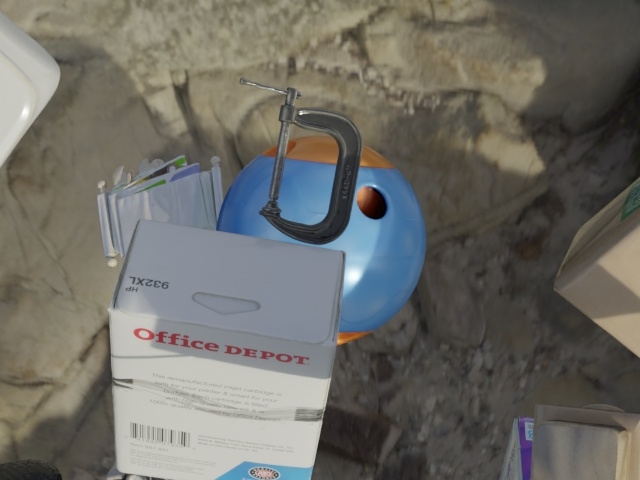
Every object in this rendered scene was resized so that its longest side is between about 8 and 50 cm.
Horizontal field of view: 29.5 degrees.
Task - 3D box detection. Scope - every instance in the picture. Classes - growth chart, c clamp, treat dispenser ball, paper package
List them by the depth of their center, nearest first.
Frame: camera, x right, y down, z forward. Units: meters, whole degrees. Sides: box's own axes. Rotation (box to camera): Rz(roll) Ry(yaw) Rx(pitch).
[{"bbox_3d":[-0.024,-0.078,1.239,0.137,0.022,0.161,5,89,-20],"label":"c clamp"},{"bbox_3d":[0.000,0.000,1.658,0.288,0.288,0.288,-1,74,3],"label":"treat dispenser ball"},{"bbox_3d":[0.549,0.032,1.696,0.309,0.325,0.168,37,43,-8],"label":"paper package"},{"bbox_3d":[-0.244,-0.050,1.851,0.237,0.021,0.172,-12,68,24],"label":"growth chart"}]

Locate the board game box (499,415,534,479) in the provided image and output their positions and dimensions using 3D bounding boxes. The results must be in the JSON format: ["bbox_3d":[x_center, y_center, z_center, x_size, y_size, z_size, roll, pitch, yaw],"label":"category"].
[{"bbox_3d":[0.213,0.287,0.928,0.142,0.144,0.275,7,36,1],"label":"board game box"}]

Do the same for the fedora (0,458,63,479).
[{"bbox_3d":[-0.309,0.319,1.181,0.152,0.334,0.334,-24,71,-35],"label":"fedora"}]

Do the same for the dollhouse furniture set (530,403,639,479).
[{"bbox_3d":[0.244,0.189,0.491,0.303,0.174,0.356,2,84,24],"label":"dollhouse furniture set"}]

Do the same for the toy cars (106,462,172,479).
[{"bbox_3d":[-0.273,0.355,1.596,0.393,0.176,0.087,-21,108,-24],"label":"toy cars"}]

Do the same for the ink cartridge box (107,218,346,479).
[{"bbox_3d":[-0.102,0.135,1.304,0.223,0.307,0.129,9,49,0],"label":"ink cartridge box"}]

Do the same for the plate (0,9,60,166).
[{"bbox_3d":[-0.356,-0.097,1.045,0.045,0.277,0.278,28,80,27],"label":"plate"}]
